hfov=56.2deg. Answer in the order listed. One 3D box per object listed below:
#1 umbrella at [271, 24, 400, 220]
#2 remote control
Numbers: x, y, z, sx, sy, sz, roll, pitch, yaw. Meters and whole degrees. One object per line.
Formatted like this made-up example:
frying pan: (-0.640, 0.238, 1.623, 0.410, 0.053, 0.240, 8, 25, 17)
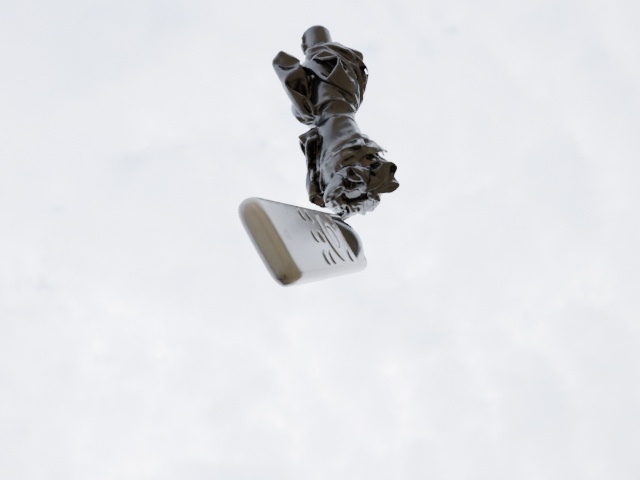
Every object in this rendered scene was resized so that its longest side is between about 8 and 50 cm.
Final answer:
umbrella: (0.014, -0.162, 0.764, 0.122, 0.110, 0.272, -12, -112, 2)
remote control: (0.000, 0.000, 0.509, 0.029, 0.261, 0.067, -31, -98, 12)
